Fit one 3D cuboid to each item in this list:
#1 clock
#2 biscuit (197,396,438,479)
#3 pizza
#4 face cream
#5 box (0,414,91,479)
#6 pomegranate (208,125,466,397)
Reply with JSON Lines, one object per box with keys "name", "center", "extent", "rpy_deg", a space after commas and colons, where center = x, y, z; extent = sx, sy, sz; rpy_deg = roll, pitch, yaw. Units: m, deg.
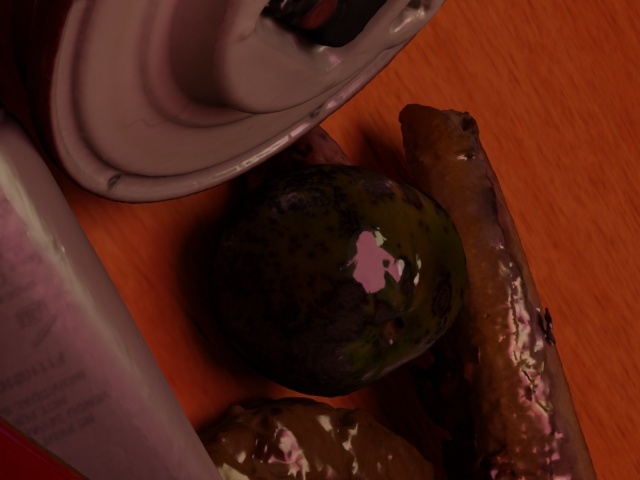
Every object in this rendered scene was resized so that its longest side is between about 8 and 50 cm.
{"name": "clock", "center": [0.000, -0.140, 0.879], "extent": [0.080, 0.318, 0.318], "rpy_deg": [42, 31, 21]}
{"name": "biscuit", "center": [-0.001, 0.216, 1.008], "extent": [0.296, 0.075, 0.295], "rpy_deg": [19, 65, -48]}
{"name": "pizza", "center": [0.093, 0.067, 1.140], "extent": [0.161, 0.086, 0.305], "rpy_deg": [61, 12, -78]}
{"name": "face cream", "center": [-0.136, 0.046, 0.853], "extent": [0.143, 0.089, 0.314], "rpy_deg": [-25, 102, -12]}
{"name": "box", "center": [-0.168, 0.157, 0.647], "extent": [0.197, 0.089, 0.313], "rpy_deg": [37, 24, -8]}
{"name": "pomegranate", "center": [0.008, -0.001, 1.033], "extent": [0.138, 0.126, 0.163], "rpy_deg": [5, 76, -39]}
